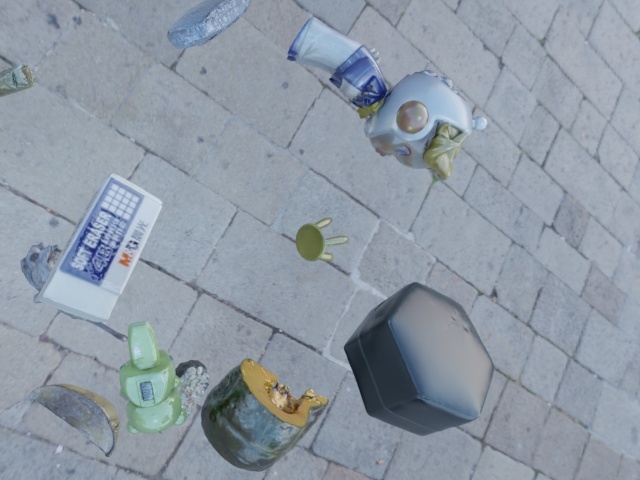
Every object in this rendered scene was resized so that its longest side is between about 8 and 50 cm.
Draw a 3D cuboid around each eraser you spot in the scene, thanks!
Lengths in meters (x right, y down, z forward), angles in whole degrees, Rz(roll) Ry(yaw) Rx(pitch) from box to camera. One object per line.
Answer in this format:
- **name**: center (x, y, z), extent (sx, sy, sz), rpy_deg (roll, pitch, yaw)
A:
- **eraser**: center (-0.436, 0.012, 0.853), extent (0.124, 0.081, 0.279), rpy_deg (34, 57, -33)

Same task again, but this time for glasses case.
- **glasses case**: center (-0.238, -0.492, 0.933), extent (0.282, 0.109, 0.067), rpy_deg (-70, 145, -45)

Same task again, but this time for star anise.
- **star anise**: center (-0.729, 0.146, 1.214), extent (0.359, 0.316, 0.139), rpy_deg (28, 55, 13)

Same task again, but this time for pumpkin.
- **pumpkin**: center (-0.116, 0.347, 0.879), extent (0.190, 0.280, 0.139), rpy_deg (39, 93, 18)

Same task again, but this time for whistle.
- **whistle**: center (-0.302, 0.247, 0.746), extent (0.105, 0.085, 0.227), rpy_deg (-8, 106, -13)

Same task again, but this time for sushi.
- **sushi**: center (-0.348, 0.382, 1.080), extent (0.090, 0.078, 0.150), rpy_deg (38, 78, -28)

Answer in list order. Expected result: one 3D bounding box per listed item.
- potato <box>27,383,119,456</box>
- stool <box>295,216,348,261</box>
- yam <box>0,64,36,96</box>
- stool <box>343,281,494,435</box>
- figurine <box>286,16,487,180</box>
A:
- **potato**: center (-0.618, 0.441, 1.137), extent (0.261, 0.100, 0.120), rpy_deg (43, 99, -7)
- **stool**: center (0.000, 0.000, 1.257), extent (0.110, 0.135, 0.134), rpy_deg (-7, 97, -51)
- **yam**: center (-0.754, -0.375, 1.010), extent (0.132, 0.054, 0.054), rpy_deg (-16, 95, 4)
- **stool**: center (0.162, 0.195, 0.705), extent (0.232, 0.141, 0.232), rpy_deg (22, 47, -26)
- **figurine**: center (0.086, -0.197, 0.584), extent (0.274, 0.194, 0.133), rpy_deg (35, 94, 10)
